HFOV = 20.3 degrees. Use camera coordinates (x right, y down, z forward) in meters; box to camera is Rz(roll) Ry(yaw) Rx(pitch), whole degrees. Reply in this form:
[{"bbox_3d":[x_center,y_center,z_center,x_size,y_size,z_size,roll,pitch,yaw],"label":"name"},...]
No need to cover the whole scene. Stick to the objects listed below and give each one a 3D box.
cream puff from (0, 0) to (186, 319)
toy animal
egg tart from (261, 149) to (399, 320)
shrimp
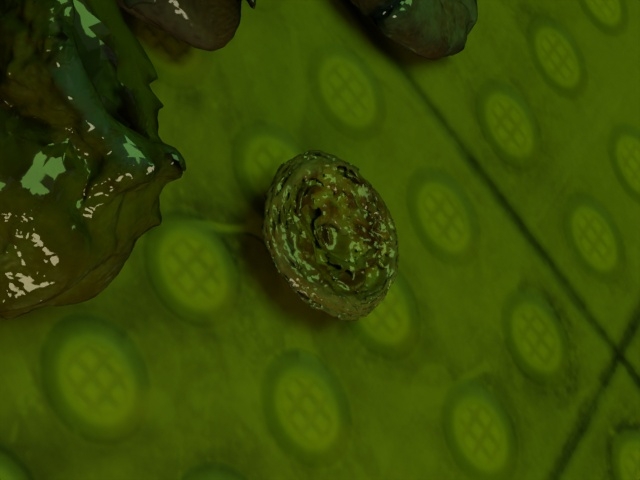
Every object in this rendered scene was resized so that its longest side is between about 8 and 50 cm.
[{"bbox_3d":[-0.186,-0.098,1.047,0.281,0.185,0.282,20,58,-35],"label":"cream puff"},{"bbox_3d":[-0.117,-0.218,1.264,0.188,0.089,0.179,57,36,-6],"label":"toy animal"},{"bbox_3d":[0.000,0.000,1.289,0.128,0.049,0.129,18,63,-39],"label":"egg tart"},{"bbox_3d":[0.048,-0.320,1.499,0.247,0.085,0.360,-13,82,-58],"label":"shrimp"}]
